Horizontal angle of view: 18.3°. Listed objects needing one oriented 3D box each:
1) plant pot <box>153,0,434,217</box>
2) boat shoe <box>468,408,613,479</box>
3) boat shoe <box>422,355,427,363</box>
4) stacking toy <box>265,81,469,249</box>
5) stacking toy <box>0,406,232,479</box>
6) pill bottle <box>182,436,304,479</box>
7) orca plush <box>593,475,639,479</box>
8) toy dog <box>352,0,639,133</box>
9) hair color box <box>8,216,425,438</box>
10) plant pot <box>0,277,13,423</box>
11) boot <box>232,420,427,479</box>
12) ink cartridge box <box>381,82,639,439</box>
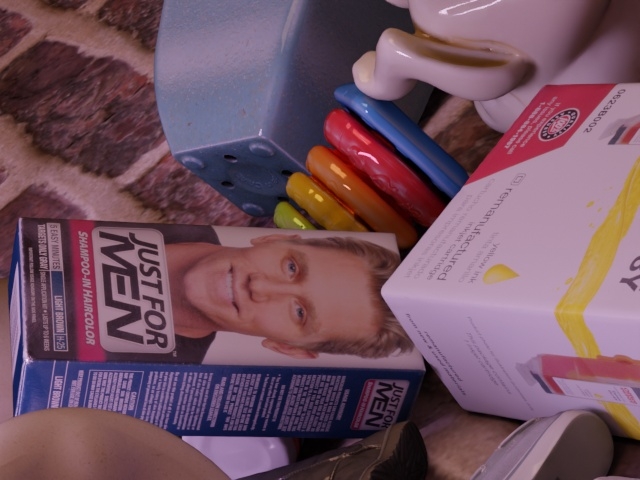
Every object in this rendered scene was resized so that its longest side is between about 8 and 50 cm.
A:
[{"bbox_3d":[-0.036,-0.170,2.203,0.247,0.248,0.252,-9,55,41],"label":"plant pot"},{"bbox_3d":[0.140,0.220,1.557,0.227,0.079,0.081,-45,19,-28],"label":"boat shoe"},{"bbox_3d":[0.077,0.084,1.875,0.040,0.049,0.142,-4,23,-11],"label":"boat shoe"},{"bbox_3d":[0.000,0.000,1.999,0.302,0.166,0.175,-48,12,0],"label":"stacking toy"},{"bbox_3d":[-0.269,0.376,1.616,0.480,0.351,0.350,-38,20,42],"label":"stacking toy"},{"bbox_3d":[-0.051,0.133,1.865,0.108,0.108,0.193,-17,32,32],"label":"pill bottle"},{"bbox_3d":[0.296,0.234,1.376,0.287,0.102,0.151,4,1,38],"label":"orca plush"},{"bbox_3d":[0.204,-0.259,1.872,0.395,0.408,0.284,-16,44,15],"label":"toy dog"},{"bbox_3d":[-0.096,0.078,1.753,0.347,0.105,0.174,2,46,-14],"label":"hair color box"},{"bbox_3d":[-0.232,0.175,1.881,0.191,0.284,0.284,0,28,-7],"label":"plant pot"},{"bbox_3d":[-0.021,0.233,1.697,0.209,0.076,0.189,-16,12,21],"label":"boot"},{"bbox_3d":[0.284,0.011,1.620,0.385,0.160,0.279,4,47,51],"label":"ink cartridge box"}]
